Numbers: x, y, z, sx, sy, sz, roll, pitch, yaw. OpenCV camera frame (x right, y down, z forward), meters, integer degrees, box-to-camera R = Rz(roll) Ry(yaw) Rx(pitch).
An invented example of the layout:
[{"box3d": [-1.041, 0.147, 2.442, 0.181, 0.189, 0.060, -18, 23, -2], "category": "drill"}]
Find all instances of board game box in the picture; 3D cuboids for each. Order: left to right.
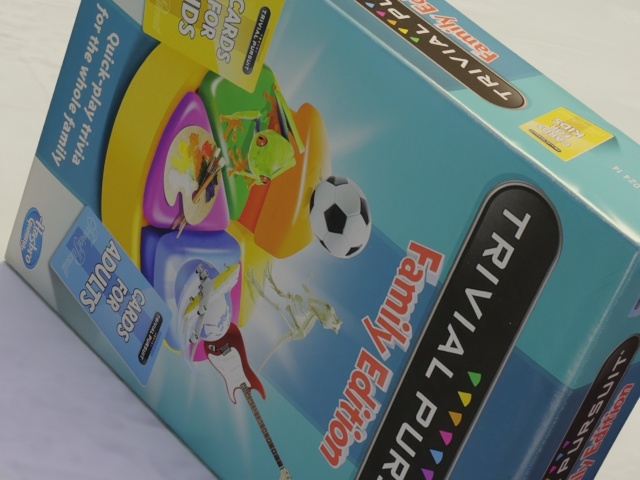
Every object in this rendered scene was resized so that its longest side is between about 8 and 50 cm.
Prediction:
[{"box3d": [0.000, 0.000, 0.858, 0.079, 0.253, 0.336, -15, 46, -45], "category": "board game box"}]
